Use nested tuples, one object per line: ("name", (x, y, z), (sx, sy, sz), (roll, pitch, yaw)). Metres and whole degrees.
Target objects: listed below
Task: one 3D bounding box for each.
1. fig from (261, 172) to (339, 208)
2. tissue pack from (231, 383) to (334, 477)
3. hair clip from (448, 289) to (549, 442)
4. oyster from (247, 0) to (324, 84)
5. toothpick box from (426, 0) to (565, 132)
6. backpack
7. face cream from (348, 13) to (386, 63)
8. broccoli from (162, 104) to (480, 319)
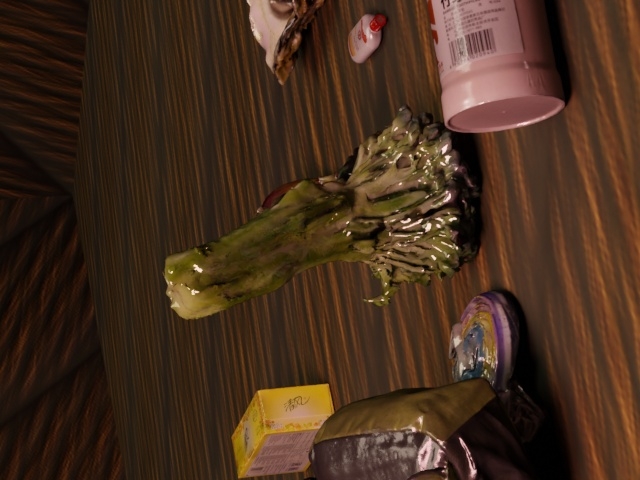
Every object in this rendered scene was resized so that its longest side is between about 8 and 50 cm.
("fig", (-0.015, -0.046, 1.756), (0.125, 0.089, 0.089), (-53, 37, 27))
("tissue pack", (-0.048, 0.242, 1.878), (0.176, 0.095, 0.062), (115, 147, -59))
("hair clip", (0.151, 0.107, 1.297), (0.172, 0.049, 0.116), (-102, 30, -50))
("oyster", (-0.049, -0.315, 1.778), (0.223, 0.083, 0.214), (96, 164, -47))
("toothpick box", (0.135, -0.170, 1.179), (0.098, 0.098, 0.149), (139, 124, -69))
("backpack", (0.103, 0.242, 1.213), (0.207, 0.140, 0.253), (-21, 98, 53))
("face cream", (0.051, -0.219, 1.574), (0.083, 0.021, 0.040), (139, 124, -68))
("broccoli", (0.000, -0.006, 1.327), (0.165, 0.304, 0.145), (67, 160, 6))
